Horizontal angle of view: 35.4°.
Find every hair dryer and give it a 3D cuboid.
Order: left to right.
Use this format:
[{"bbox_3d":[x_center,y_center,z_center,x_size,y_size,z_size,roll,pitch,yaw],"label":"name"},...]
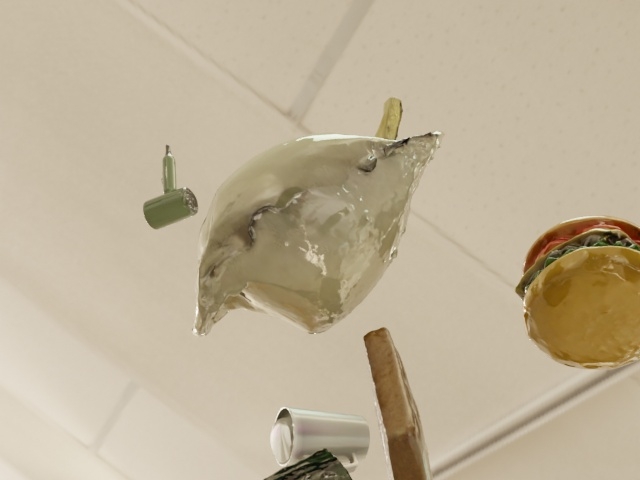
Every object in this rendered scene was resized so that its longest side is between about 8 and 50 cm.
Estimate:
[{"bbox_3d":[-0.223,-0.088,1.493,0.071,0.150,0.047,-19,-39,14],"label":"hair dryer"}]

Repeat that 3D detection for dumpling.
[{"bbox_3d":[0.001,0.005,0.930,0.243,0.175,0.227,-5,-19,-1],"label":"dumpling"}]

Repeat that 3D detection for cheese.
[{"bbox_3d":[0.105,-0.182,1.559,0.030,0.083,0.044,25,-23,-35],"label":"cheese"}]

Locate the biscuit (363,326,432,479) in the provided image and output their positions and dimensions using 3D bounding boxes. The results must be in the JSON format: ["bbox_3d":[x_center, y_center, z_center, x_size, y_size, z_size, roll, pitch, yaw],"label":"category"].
[{"bbox_3d":[0.072,0.189,0.822,0.034,0.182,0.215,-11,-55,0],"label":"biscuit"}]

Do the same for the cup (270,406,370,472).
[{"bbox_3d":[0.003,0.263,1.282,0.116,0.104,0.074,8,-55,-22],"label":"cup"}]

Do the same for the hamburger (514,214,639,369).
[{"bbox_3d":[0.278,0.054,1.017,0.162,0.115,0.162,3,-55,4],"label":"hamburger"}]

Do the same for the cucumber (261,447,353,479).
[{"bbox_3d":[-0.069,0.236,0.752,0.078,0.211,0.062,62,-16,11],"label":"cucumber"}]
